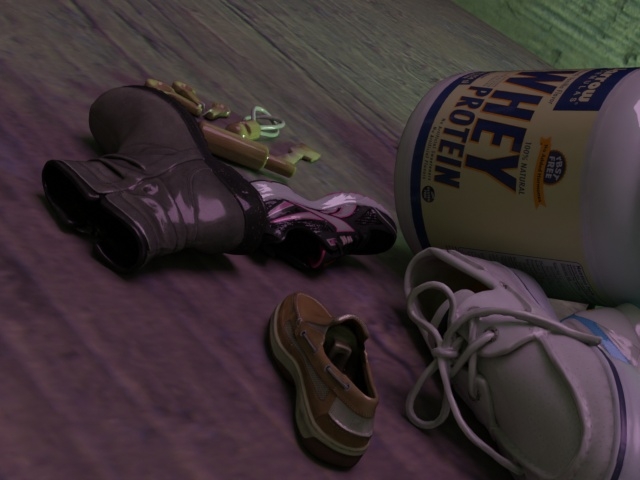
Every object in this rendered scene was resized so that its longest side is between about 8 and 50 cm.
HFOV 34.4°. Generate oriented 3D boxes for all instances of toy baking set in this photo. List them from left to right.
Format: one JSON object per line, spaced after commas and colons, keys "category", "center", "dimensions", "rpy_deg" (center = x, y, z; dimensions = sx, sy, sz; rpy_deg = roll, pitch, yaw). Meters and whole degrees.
{"category": "toy baking set", "center": [-0.099, -0.135, 1.207], "dimensions": [0.256, 0.030, 0.196], "rpy_deg": [21, 22, -19]}

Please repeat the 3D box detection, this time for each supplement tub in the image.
{"category": "supplement tub", "center": [0.262, -0.055, 1.039], "dimensions": [0.325, 0.235, 0.235], "rpy_deg": [7, 0, 45]}

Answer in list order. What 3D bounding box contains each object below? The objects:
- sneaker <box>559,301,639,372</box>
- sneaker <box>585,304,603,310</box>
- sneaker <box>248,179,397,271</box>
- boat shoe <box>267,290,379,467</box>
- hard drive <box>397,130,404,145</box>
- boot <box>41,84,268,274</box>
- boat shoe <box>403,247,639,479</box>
{"category": "sneaker", "center": [0.266, 0.163, 0.888], "dimensions": [0.092, 0.087, 0.228], "rpy_deg": [-9, 54, -14]}
{"category": "sneaker", "center": [0.334, 0.129, 1.053], "dimensions": [0.163, 0.086, 0.226], "rpy_deg": [24, 26, 9]}
{"category": "sneaker", "center": [0.000, 0.000, 0.991], "dimensions": [0.178, 0.072, 0.077], "rpy_deg": [5, 42, -32]}
{"category": "boat shoe", "center": [0.011, 0.084, 0.775], "dimensions": [0.068, 0.072, 0.190], "rpy_deg": [19, 22, -25]}
{"category": "hard drive", "center": [0.252, -0.052, 1.455], "dimensions": [0.203, 0.040, 0.307], "rpy_deg": [16, 23, -30]}
{"category": "boot", "center": [-0.170, -0.065, 0.890], "dimensions": [0.161, 0.083, 0.246], "rpy_deg": [-5, 37, -47]}
{"category": "boat shoe", "center": [0.135, 0.090, 0.837], "dimensions": [0.157, 0.135, 0.367], "rpy_deg": [23, 18, -17]}
